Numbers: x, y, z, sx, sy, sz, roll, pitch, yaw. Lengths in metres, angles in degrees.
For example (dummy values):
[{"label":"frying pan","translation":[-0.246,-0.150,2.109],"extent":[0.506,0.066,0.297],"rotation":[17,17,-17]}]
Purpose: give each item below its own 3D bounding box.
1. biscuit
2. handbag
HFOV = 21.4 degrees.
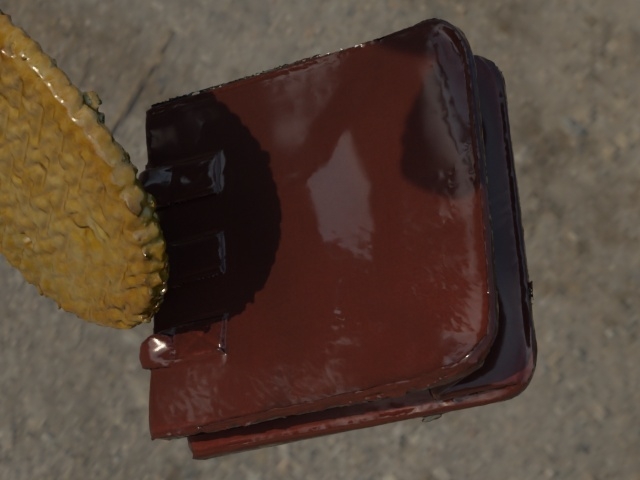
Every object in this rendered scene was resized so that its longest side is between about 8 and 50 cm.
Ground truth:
[{"label":"biscuit","translation":[-0.184,-0.048,1.100],"extent":[0.035,0.254,0.254],"rotation":[-38,80,-27]},{"label":"handbag","translation":[0.001,0.000,1.146],"extent":[0.084,0.275,0.260],"rotation":[25,54,-56]}]
